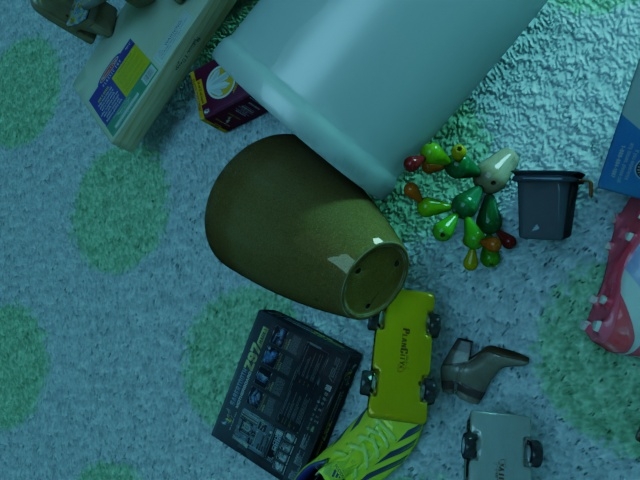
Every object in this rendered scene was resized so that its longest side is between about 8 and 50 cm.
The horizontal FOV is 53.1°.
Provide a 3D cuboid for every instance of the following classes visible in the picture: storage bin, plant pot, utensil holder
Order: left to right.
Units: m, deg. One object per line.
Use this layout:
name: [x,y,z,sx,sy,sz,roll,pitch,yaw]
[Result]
plant pot: [0.000,0.000,0.921,0.254,0.237,0.237,36,99,42]
utensil holder: [0.093,-0.306,0.914,0.385,0.328,0.327,-49,65,9]
storage bin: [0.315,-0.047,0.870,0.098,0.135,0.091,3,95,27]

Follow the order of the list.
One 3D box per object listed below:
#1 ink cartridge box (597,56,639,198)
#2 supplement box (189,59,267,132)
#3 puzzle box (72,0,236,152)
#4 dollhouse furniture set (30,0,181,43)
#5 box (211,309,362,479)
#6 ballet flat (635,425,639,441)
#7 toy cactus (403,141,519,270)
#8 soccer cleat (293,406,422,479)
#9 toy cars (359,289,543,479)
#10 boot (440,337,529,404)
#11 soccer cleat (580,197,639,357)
ink cartridge box: [0.500,-0.132,0.701,0.308,0.223,0.129,19,52,21]
supplement box: [-0.130,-0.285,1.151,0.188,0.081,0.104,-22,73,22]
puzzle box: [-0.320,-0.400,1.246,0.408,0.052,0.272,-52,50,11]
dollhouse furniture set: [-0.393,-0.634,1.192,0.362,0.257,0.393,-4,70,38]
box: [-0.058,0.252,1.043,0.184,0.059,0.232,22,93,27]
ballet flat: [0.508,0.140,0.767,0.316,0.107,0.106,-31,49,14]
toy cactus: [0.222,-0.069,0.908,0.180,0.112,0.219,-45,104,-21]
soccer cleat: [0.049,0.320,0.934,0.289,0.121,0.093,-48,62,1]
toy cars: [0.171,0.247,0.877,0.177,0.087,0.393,-31,69,-12]
boot: [0.232,0.193,0.921,0.119,0.042,0.086,13,94,29]
soccer cleat: [0.423,0.031,0.837,0.095,0.083,0.247,22,86,-3]
